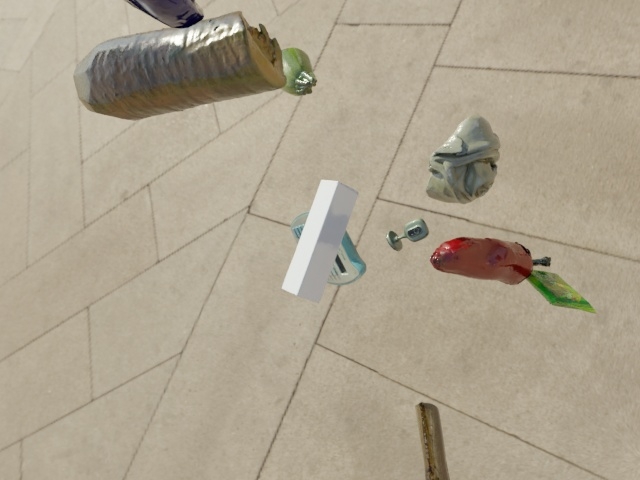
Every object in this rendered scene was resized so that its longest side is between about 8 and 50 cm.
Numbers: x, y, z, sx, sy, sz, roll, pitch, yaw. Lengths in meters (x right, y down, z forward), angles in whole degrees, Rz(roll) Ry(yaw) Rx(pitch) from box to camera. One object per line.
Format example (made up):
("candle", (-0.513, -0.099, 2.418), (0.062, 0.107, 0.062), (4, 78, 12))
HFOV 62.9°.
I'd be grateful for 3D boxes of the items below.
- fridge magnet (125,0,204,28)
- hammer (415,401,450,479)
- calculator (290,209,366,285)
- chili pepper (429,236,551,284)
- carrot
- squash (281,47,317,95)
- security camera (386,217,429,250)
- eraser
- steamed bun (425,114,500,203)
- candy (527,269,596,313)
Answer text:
("fridge magnet", (-0.192, -0.300, 0.442), (0.112, 0.265, 0.265), (-40, 54, 7))
("hammer", (0.248, 0.488, 1.122), (0.095, 0.242, 0.409), (-53, 10, 23))
("calculator", (0.012, 0.023, 1.642), (0.054, 0.256, 0.386), (-31, 7, -25))
("chili pepper", (0.403, 0.047, 1.238), (0.110, 0.387, 0.110), (-13, 74, 53))
("carrot", (-0.191, -0.226, 0.688), (0.302, 0.114, 0.114), (-3, 69, 26))
("squash", (-0.047, -0.356, 1.173), (0.105, 0.105, 0.132), (-40, 49, 12))
("security camera", (0.203, -0.017, 1.204), (0.092, 0.058, 0.058), (-33, 55, 35))
("eraser", (0.000, 0.000, 1.315), (0.078, 0.076, 0.298), (13, 82, 54))
("steamed bun", (0.365, -0.176, 1.288), (0.218, 0.211, 0.144), (-45, 65, -1))
("candy", (0.557, 0.117, 1.234), (0.178, 0.102, 0.032), (-104, 22, -67))
